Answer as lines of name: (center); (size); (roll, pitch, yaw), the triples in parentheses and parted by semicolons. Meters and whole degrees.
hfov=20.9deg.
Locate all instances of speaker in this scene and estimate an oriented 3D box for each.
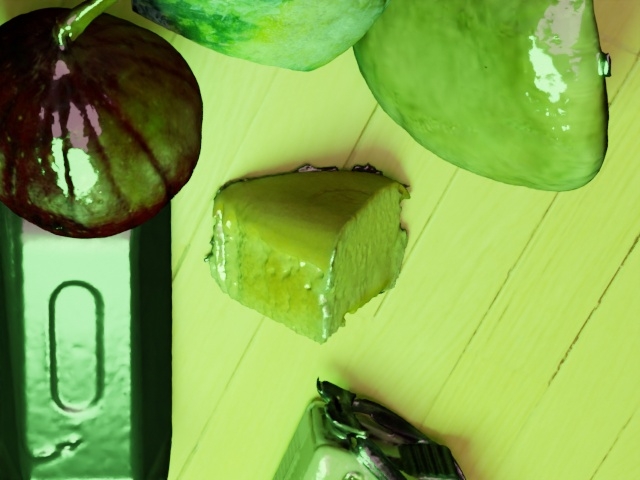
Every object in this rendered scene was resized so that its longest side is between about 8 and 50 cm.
speaker: (-0.219, 0.093, 1.571); (0.180, 0.184, 0.388); (-2, 116, -6)

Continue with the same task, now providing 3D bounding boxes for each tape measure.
tape measure: (0.060, 0.292, 1.739); (0.231, 0.133, 0.271); (17, 111, -14)

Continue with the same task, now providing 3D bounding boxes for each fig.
fig: (-0.202, -0.114, 1.382); (0.204, 0.249, 0.186); (20, 71, 14)

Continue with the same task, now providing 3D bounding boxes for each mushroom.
mushroom: (0.139, -0.171, 1.461); (0.212, 0.217, 0.292); (3, 117, -7)

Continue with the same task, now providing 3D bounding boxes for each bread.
bread: (0.000, 0.000, 1.626); (0.160, 0.169, 0.140); (-24, 127, -41)

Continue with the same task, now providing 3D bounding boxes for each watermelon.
watermelon: (-0.027, -0.296, 1.406); (0.224, 0.180, 0.305); (15, 111, -26)
